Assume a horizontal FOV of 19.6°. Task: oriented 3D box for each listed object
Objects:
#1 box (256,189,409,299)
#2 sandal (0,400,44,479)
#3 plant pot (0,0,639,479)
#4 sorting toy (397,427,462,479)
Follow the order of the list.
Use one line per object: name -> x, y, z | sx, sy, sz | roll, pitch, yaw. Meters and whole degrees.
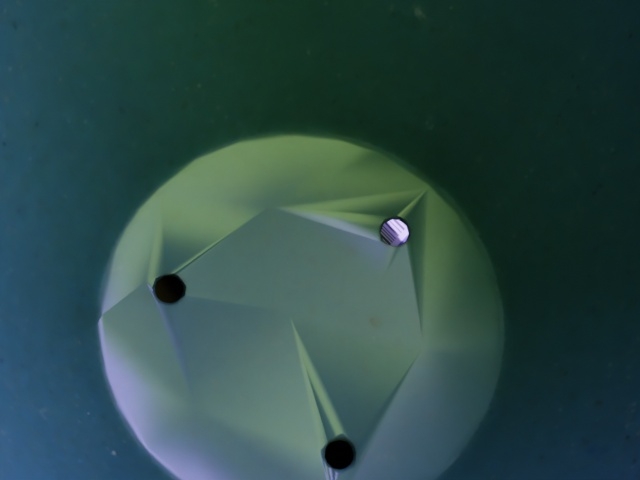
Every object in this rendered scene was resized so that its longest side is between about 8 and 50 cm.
box -> 0.094, 0.040, 0.686 | 0.225, 0.036, 0.136 | 45, 63, -1
sandal -> -0.174, 0.070, 0.566 | 0.180, 0.049, 0.072 | 1, 67, -7
plant pot -> 0.000, 0.000, 0.535 | 0.290, 0.195, 0.290 | 1, 73, -4
sorting toy -> 0.051, 0.105, 0.636 | 0.102, 0.061, 0.042 | 33, 62, 17
